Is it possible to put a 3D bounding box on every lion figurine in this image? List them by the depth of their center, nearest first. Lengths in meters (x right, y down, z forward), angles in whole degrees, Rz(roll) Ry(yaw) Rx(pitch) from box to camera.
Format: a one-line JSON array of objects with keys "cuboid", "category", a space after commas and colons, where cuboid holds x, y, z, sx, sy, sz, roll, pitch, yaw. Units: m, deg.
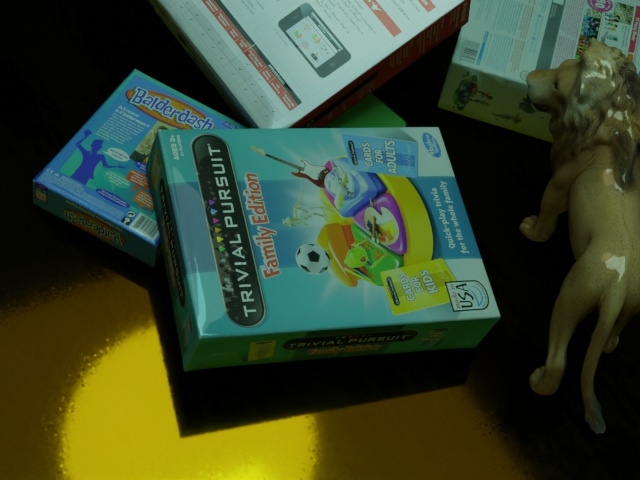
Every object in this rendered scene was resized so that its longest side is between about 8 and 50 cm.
[{"cuboid": [0.305, -0.013, 1.346, 0.142, 0.240, 0.392, 2, 54, -11], "category": "lion figurine"}]

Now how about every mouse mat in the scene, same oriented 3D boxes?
[{"cuboid": [-0.002, -0.166, 1.540, 0.189, 0.007, 0.152, 42, 56, 20], "category": "mouse mat"}]

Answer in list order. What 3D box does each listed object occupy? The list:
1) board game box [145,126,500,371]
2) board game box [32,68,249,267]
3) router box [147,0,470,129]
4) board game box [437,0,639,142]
[{"cuboid": [0.000, 0.000, 1.336, 0.336, 0.079, 0.254, -3, 59, -22], "category": "board game box"}, {"cuboid": [-0.202, -0.087, 1.409, 0.160, 0.047, 0.210, 28, 53, 8], "category": "board game box"}, {"cuboid": [-0.036, -0.315, 1.493, 0.301, 0.082, 0.335, -36, 76, -6], "category": "router box"}, {"cuboid": [0.327, -0.230, 1.600, 0.303, 0.097, 0.224, 17, 53, 5], "category": "board game box"}]
